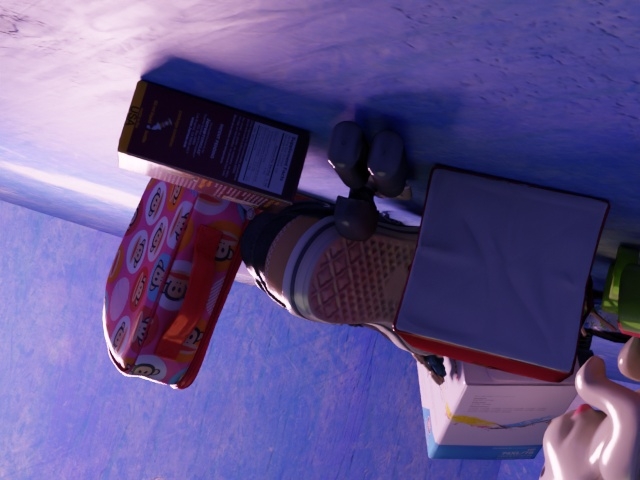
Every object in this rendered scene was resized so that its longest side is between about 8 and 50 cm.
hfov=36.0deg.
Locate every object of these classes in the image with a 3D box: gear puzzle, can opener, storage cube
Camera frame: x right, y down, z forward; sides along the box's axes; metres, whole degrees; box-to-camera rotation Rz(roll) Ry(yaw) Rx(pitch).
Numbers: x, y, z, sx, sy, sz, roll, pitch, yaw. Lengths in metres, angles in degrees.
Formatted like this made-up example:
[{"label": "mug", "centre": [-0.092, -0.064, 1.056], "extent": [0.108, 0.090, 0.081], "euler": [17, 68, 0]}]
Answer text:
[{"label": "gear puzzle", "centre": [0.148, 0.103, 1.659], "extent": [0.175, 0.044, 0.339], "euler": [50, -169, -20]}, {"label": "can opener", "centre": [0.050, -0.049, 1.008], "extent": [0.075, 0.095, 0.283], "euler": [13, 178, 8]}, {"label": "storage cube", "centre": [0.194, 0.043, 1.075], "extent": [0.214, 0.184, 0.193], "euler": [14, 172, 12]}]

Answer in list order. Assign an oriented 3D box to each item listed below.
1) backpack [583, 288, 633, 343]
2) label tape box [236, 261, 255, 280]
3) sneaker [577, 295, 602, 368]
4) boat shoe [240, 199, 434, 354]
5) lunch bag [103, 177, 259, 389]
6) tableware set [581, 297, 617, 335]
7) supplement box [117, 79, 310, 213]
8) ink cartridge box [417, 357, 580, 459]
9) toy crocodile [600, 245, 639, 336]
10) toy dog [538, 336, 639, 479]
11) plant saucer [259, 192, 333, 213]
[{"label": "backpack", "centre": [0.453, 0.113, 1.478], "extent": [0.114, 0.084, 0.105], "euler": [12, 174, -16]}, {"label": "label tape box", "centre": [-0.114, 0.048, 2.078], "extent": [0.333, 0.106, 0.240], "euler": [16, 174, -15]}, {"label": "sneaker", "centre": [0.441, 0.175, 1.686], "extent": [0.086, 0.164, 0.226], "euler": [16, 172, 6]}, {"label": "boat shoe", "centre": [0.077, 0.045, 1.352], "extent": [0.156, 0.187, 0.500], "euler": [25, -174, 36]}, {"label": "lunch bag", "centre": [-0.188, 0.039, 1.306], "extent": [0.120, 0.293, 0.258], "euler": [19, -173, -24]}, {"label": "tableware set", "centre": [0.293, 0.059, 1.272], "extent": [0.194, 0.039, 0.128], "euler": [30, -161, -45]}, {"label": "supplement box", "centre": [-0.115, -0.096, 1.052], "extent": [0.188, 0.081, 0.104], "euler": [16, 172, -10]}, {"label": "ink cartridge box", "centre": [0.293, 0.224, 1.669], "extent": [0.197, 0.198, 0.270], "euler": [2, 143, -7]}, {"label": "toy crocodile", "centre": [0.410, 0.080, 1.229], "extent": [0.115, 0.105, 0.340], "euler": [13, 173, 16]}, {"label": "toy dog", "centre": [0.489, 0.311, 1.346], "extent": [0.407, 0.396, 0.284], "euler": [-21, -172, 40]}, {"label": "plant saucer", "centre": [-0.049, -0.012, 1.541], "extent": [0.259, 0.048, 0.258], "euler": [17, 163, -16]}]
